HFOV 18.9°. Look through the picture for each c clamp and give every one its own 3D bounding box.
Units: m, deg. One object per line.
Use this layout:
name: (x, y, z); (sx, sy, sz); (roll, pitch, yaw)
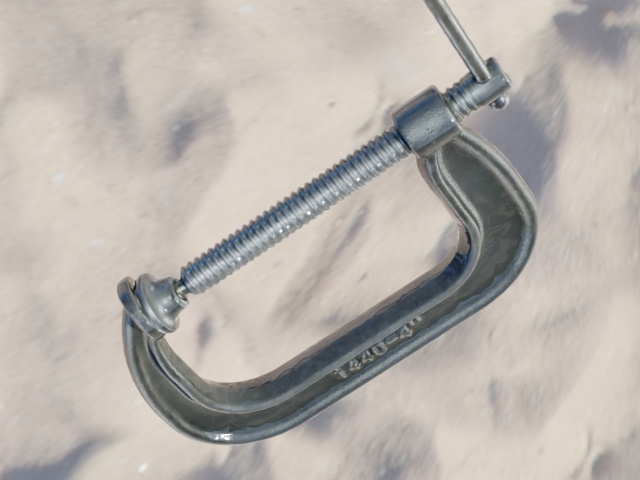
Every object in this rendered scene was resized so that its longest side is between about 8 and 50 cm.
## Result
c clamp: (0.000, 0.000, 0.593); (0.161, 0.137, 0.022); (-38, 48, 11)
